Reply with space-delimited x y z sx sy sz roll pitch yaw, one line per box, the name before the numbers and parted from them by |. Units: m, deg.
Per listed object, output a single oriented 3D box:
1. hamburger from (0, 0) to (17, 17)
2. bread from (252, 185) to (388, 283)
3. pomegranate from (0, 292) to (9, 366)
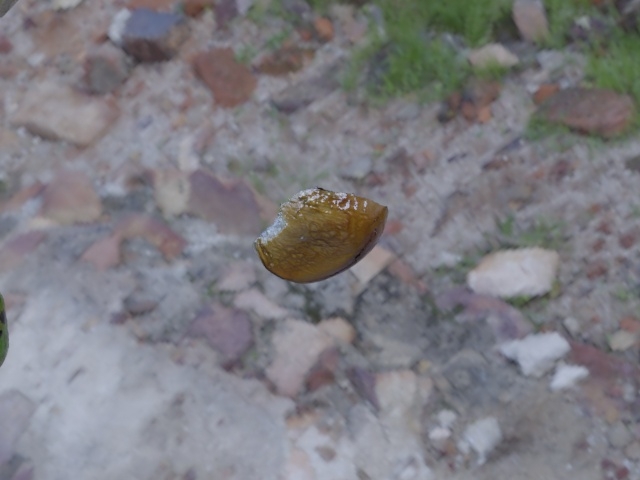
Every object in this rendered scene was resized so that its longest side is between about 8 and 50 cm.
hamburger | -0.441 -0.395 1.689 0.151 0.227 0.295 -32 -6 -37
bread | 0.000 0.000 1.427 0.129 0.126 0.044 -44 44 42
pomegranate | -0.438 0.110 1.607 0.159 0.159 0.205 -47 27 -7
